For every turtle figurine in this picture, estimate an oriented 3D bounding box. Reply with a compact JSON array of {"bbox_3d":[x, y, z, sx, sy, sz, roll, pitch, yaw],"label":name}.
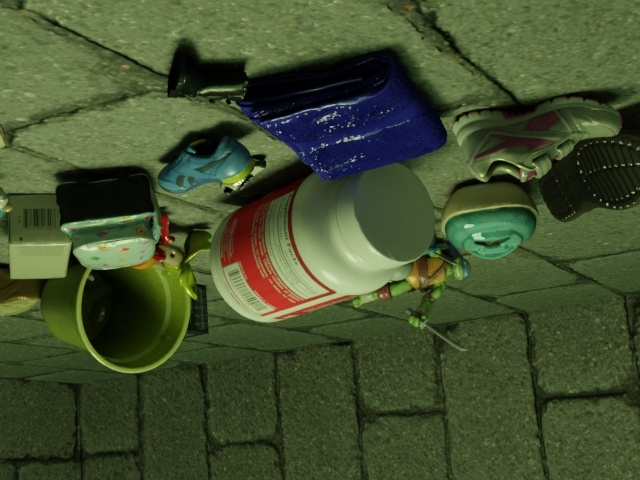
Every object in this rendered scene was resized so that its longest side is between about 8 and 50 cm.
[{"bbox_3d":[0.197,0.087,2.339,0.266,0.274,0.197,-4,133,13],"label":"turtle figurine"}]

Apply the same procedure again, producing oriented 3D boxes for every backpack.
[{"bbox_3d":[-0.351,-0.029,1.781,0.166,0.144,0.188,-11,170,-4],"label":"backpack"}]

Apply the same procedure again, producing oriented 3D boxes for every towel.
[{"bbox_3d":[0.042,-0.164,1.492,0.228,0.076,0.308,-9,166,19],"label":"towel"}]

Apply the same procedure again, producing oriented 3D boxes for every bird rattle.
[{"bbox_3d":[-0.339,0.026,2.052,0.207,0.143,0.254,3,171,35],"label":"bird rattle"}]

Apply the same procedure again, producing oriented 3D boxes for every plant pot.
[{"bbox_3d":[-0.465,0.139,2.250,0.276,0.275,0.254,8,173,-42],"label":"plant pot"}]

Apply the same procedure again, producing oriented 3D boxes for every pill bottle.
[{"bbox_3d":[0.000,0.000,1.828,0.229,0.228,0.408,6,163,-37],"label":"pill bottle"}]

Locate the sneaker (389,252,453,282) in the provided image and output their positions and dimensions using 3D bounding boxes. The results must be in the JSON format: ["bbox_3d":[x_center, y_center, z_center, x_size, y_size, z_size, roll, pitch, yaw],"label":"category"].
[{"bbox_3d":[0.236,0.054,2.499,0.178,0.072,0.077,-10,156,-12],"label":"sneaker"}]

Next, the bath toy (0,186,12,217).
[{"bbox_3d":[-0.568,-0.068,1.541,0.129,0.151,0.348,42,170,-1],"label":"bath toy"}]

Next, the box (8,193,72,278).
[{"bbox_3d":[-0.519,-0.003,1.927,0.113,0.094,0.275,-1,166,-17],"label":"box"}]

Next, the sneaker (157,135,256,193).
[{"bbox_3d":[-0.193,-0.126,1.625,0.209,0.069,0.082,-6,136,44],"label":"sneaker"}]

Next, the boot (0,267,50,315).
[{"bbox_3d":[-0.733,0.115,2.342,0.262,0.095,0.203,-3,168,-34],"label":"boot"}]

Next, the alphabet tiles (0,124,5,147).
[{"bbox_3d":[-0.590,-0.152,1.445,0.284,0.021,0.278,-2,166,-8],"label":"alphabet tiles"}]

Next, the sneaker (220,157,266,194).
[{"bbox_3d":[-0.128,-0.107,1.738,0.040,0.043,0.109,11,158,-42],"label":"sneaker"}]

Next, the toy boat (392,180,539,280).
[{"bbox_3d":[0.268,-0.011,2.039,0.318,0.148,0.267,-8,166,14],"label":"toy boat"}]

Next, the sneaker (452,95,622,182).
[{"bbox_3d":[0.332,-0.145,1.589,0.252,0.111,0.103,-9,166,15],"label":"sneaker"}]

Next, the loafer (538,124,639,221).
[{"bbox_3d":[0.490,-0.127,1.747,0.130,0.133,0.366,-25,-179,-14],"label":"loafer"}]

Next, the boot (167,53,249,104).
[{"bbox_3d":[-0.140,-0.204,1.332,0.099,0.045,0.121,1,172,-14],"label":"boot"}]

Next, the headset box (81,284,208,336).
[{"bbox_3d":[-0.453,0.185,2.638,0.246,0.131,0.283,-15,163,36],"label":"headset box"}]

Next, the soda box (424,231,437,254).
[{"bbox_3d":[0.148,0.009,2.242,0.067,0.071,0.210,8,162,-42],"label":"soda box"}]
